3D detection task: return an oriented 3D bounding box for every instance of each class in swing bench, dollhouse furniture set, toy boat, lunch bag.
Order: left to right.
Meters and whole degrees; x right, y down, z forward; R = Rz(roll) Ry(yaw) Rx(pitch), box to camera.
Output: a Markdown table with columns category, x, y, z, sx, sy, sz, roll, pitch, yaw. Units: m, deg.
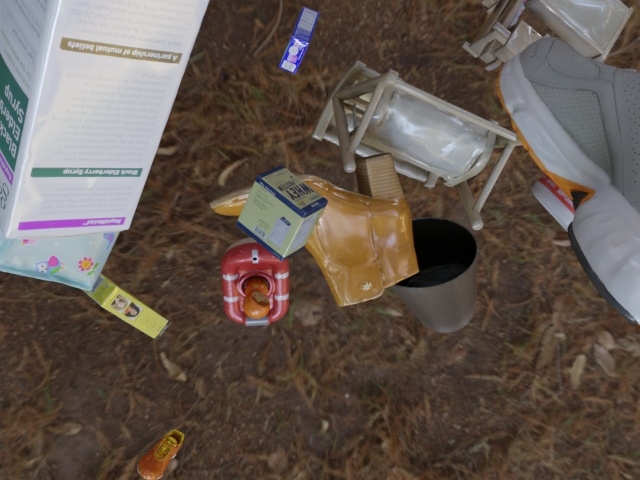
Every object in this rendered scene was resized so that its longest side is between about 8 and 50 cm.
| category | x | y | z | sx | sy | sz | roll | pitch | yaw |
| --- | --- | --- | --- | --- | --- | --- | --- | --- | --- |
| lunch bag | -0.399 | -0.072 | 0.912 | 0.262 | 0.160 | 0.223 | 22 | 97 | -47 |
| toy boat | -0.141 | 0.110 | 1.478 | 0.151 | 0.151 | 0.231 | -3 | 123 | -6 |
| swing bench | 0.150 | -0.170 | 1.109 | 0.253 | 0.254 | 0.165 | 20 | 106 | -19 |
| dollhouse furniture set | 0.416 | -0.401 | 1.362 | 0.174 | 0.355 | 0.303 | 35 | 81 | -12 |

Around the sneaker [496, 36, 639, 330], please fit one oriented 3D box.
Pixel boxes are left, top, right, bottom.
| category | x | y | z | sx | sy | sz | roll | pitch | yaw |
| --- | --- | --- | --- | --- | --- | --- | --- | --- | --- |
| sneaker | 0.188 | -0.056 | 0.374 | 0.099 | 0.262 | 0.121 | 35 | 120 | -30 |

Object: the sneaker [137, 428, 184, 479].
| category | x | y | z | sx | sy | sz | roll | pitch | yaw |
| --- | --- | --- | --- | --- | --- | --- | --- | --- | --- |
| sneaker | -0.357 | 0.472 | 1.504 | 0.064 | 0.175 | 0.067 | 28 | 103 | 1 |

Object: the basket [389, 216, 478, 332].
| category | x | y | z | sx | sy | sz | roll | pitch | yaw |
| --- | --- | --- | --- | --- | --- | --- | --- | --- | --- |
| basket | 0.225 | 0.079 | 1.337 | 0.205 | 0.227 | 0.154 | -3 | 57 | 21 |

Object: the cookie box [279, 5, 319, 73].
| category | x | y | z | sx | sy | sz | roll | pitch | yaw |
| --- | --- | --- | --- | --- | --- | --- | --- | --- | --- |
| cookie box | -0.045 | -0.423 | 1.428 | 0.040 | 0.092 | 0.107 | 22 | 53 | -10 |

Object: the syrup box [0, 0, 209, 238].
| category | x | y | z | sx | sy | sz | roll | pitch | yaw |
| --- | --- | --- | --- | --- | --- | --- | --- | --- | --- |
| syrup box | -0.157 | -0.117 | 0.448 | 0.093 | 0.096 | 0.236 | 52 | 128 | 31 |

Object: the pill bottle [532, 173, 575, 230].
| category | x | y | z | sx | sy | sz | roll | pitch | yaw |
| --- | --- | --- | --- | --- | --- | --- | --- | --- | --- |
| pill bottle | 0.615 | -0.147 | 1.306 | 0.363 | 0.210 | 0.210 | -43 | 92 | 13 |

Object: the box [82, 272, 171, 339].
| category | x | y | z | sx | sy | sz | roll | pitch | yaw |
| --- | --- | --- | --- | --- | --- | --- | --- | --- | --- |
| box | -0.444 | 0.152 | 1.555 | 0.087 | 0.232 | 0.058 | 31 | 78 | 32 |

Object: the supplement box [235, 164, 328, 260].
| category | x | y | z | sx | sy | sz | roll | pitch | yaw |
| --- | --- | --- | --- | --- | --- | --- | --- | --- | --- |
| supplement box | -0.050 | -0.036 | 0.872 | 0.083 | 0.056 | 0.083 | 38 | 125 | 14 |

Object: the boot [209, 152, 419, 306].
| category | x | y | z | sx | sy | sz | roll | pitch | yaw |
| --- | --- | --- | --- | --- | --- | --- | --- | --- | --- |
| boot | 0.000 | 0.000 | 1.001 | 0.295 | 0.104 | 0.211 | -13 | 100 | -12 |
